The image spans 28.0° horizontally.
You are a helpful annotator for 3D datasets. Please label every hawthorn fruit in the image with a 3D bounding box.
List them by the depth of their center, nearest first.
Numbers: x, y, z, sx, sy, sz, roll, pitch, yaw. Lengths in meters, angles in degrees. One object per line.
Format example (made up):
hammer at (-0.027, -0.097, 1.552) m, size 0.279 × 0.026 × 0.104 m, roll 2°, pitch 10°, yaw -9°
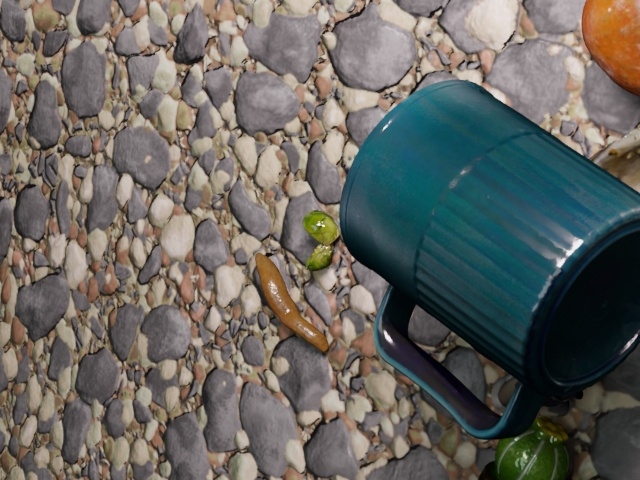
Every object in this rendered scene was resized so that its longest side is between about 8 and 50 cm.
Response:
hawthorn fruit at (0.366, -0.230, 1.374) m, size 0.173 × 0.173 × 0.172 m, roll 5°, pitch 98°, yaw 38°

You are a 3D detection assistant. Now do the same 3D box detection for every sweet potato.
sweet potato at (-0.049, 0.090, 1.812) m, size 0.044 × 0.044 × 0.179 m, roll -47°, pitch 66°, yaw 32°

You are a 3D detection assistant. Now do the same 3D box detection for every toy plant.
toy plant at (0.247, 0.289, 1.568) m, size 0.093 × 0.093 × 0.162 m, roll 37°, pitch 113°, yaw 29°

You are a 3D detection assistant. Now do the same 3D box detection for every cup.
cup at (0.182, 0.021, 1.361) m, size 0.308 × 0.242 × 0.292 m, roll -48°, pitch 50°, yaw -4°

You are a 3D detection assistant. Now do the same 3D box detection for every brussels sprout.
brussels sprout at (0.001, 0.001, 1.762) m, size 0.051 × 0.046 × 0.083 m, roll 7°, pitch 109°, yaw 34°

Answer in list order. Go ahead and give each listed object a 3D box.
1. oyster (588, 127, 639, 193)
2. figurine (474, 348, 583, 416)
oyster at (0.429, -0.040, 1.389) m, size 0.361 × 0.096 × 0.221 m, roll -29°, pitch 82°, yaw 36°
figurine at (0.229, 0.105, 1.537) m, size 0.145 × 0.145 × 0.222 m, roll -33°, pitch 54°, yaw 36°
